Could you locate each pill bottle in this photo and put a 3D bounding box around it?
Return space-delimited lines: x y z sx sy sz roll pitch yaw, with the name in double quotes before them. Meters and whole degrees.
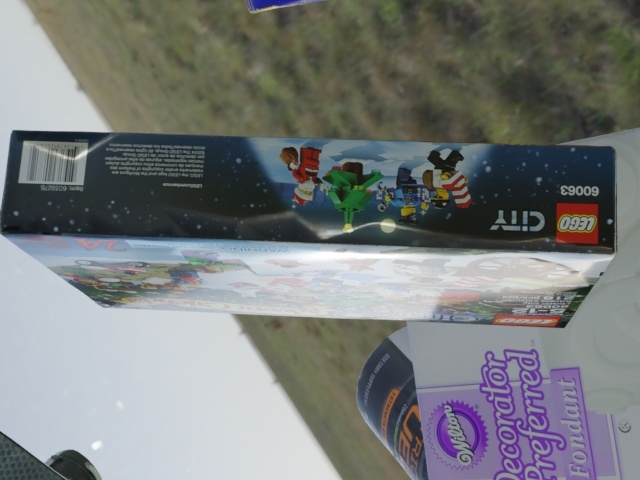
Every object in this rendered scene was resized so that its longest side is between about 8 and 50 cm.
"pill bottle" 0.139 0.181 1.077 0.130 0.130 0.245 61 171 -33

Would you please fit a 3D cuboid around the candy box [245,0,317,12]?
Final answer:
"candy box" 0.117 -0.258 0.847 0.268 0.317 0.122 -43 -58 -67

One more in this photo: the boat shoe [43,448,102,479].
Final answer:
"boat shoe" -0.197 0.353 1.261 0.319 0.116 0.099 54 -152 -15

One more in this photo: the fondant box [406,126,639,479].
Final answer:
"fondant box" 0.217 0.050 0.786 0.096 0.330 0.238 -4 -95 -53

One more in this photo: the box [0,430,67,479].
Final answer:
"box" -0.193 0.121 0.409 0.059 0.183 0.233 20 157 38

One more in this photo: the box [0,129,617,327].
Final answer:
"box" 0.000 0.000 0.525 0.159 0.233 0.044 71 -158 -75
